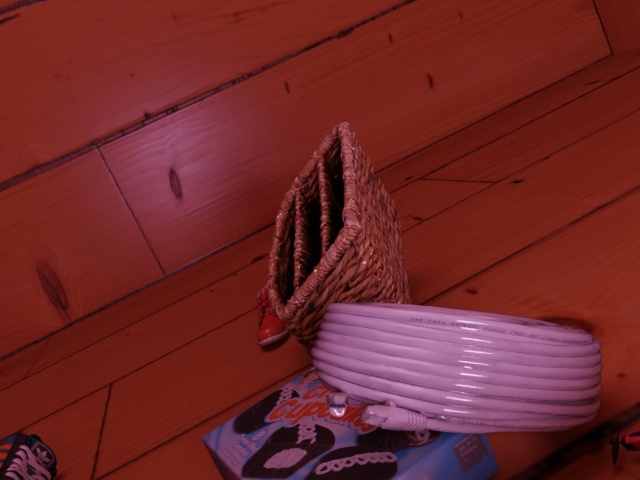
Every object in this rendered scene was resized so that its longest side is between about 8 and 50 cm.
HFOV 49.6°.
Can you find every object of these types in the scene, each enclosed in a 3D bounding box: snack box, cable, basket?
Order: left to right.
[{"bbox_3d":[0.000,0.000,1.071,0.213,0.223,0.299,-21,38,17],"label":"basket"},{"bbox_3d":[0.009,0.217,0.717,0.187,0.060,0.322,-28,11,-22],"label":"snack box"},{"bbox_3d":[0.119,0.107,0.632,0.257,0.089,0.257,6,-2,-9],"label":"cable"}]

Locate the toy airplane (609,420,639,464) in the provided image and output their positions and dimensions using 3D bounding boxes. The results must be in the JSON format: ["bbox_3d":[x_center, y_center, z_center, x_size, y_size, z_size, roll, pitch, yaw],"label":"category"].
[{"bbox_3d":[0.290,0.147,0.511,0.151,0.028,0.151,-25,13,6],"label":"toy airplane"}]

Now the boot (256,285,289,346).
[{"bbox_3d":[-0.095,0.135,1.260,0.059,0.085,0.158,-22,13,8],"label":"boot"}]

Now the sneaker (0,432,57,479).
[{"bbox_3d":[-0.451,0.343,1.013,0.121,0.108,0.302,-35,13,-23],"label":"sneaker"}]
